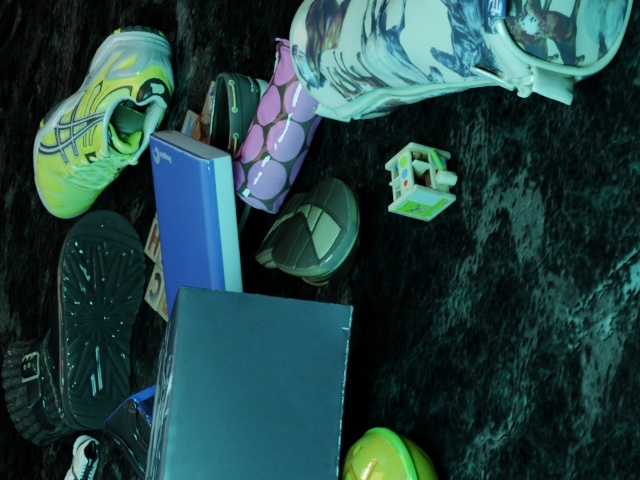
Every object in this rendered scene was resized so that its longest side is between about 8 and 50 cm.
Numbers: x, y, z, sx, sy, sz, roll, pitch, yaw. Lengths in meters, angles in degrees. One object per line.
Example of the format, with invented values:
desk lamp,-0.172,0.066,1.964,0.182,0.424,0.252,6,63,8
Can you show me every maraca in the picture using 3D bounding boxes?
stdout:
maraca,0.058,0.255,1.502,0.185,0.099,0.127,129,133,-61

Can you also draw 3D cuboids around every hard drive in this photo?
hard drive,-0.153,0.033,1.919,0.210,0.040,0.318,-153,56,-61

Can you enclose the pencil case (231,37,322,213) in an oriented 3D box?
pencil case,-0.053,-0.143,1.860,0.098,0.095,0.209,28,97,24

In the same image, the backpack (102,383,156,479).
backpack,-0.206,0.257,1.987,0.120,0.101,0.098,56,140,12

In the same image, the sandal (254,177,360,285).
sandal,0.001,-0.001,1.735,0.120,0.086,0.303,-54,10,-5

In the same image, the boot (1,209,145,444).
boot,-0.389,0.138,2.335,0.260,0.131,0.347,-17,65,59

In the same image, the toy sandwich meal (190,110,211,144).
toy sandwich meal,-0.173,-0.146,2.141,0.085,0.029,0.085,-34,49,52

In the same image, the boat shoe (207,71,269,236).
boat shoe,-0.124,-0.108,1.992,0.081,0.069,0.227,-4,75,61

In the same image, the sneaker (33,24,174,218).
sneaker,-0.349,-0.161,2.377,0.384,0.145,0.147,-55,34,37

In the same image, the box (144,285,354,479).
box,-0.091,0.239,1.586,0.343,0.179,0.312,124,153,-73

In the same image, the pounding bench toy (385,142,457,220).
pounding bench toy,0.112,-0.071,1.584,0.083,0.052,0.065,-40,45,48

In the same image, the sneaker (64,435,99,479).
sneaker,-0.360,0.349,2.291,0.044,0.040,0.109,-14,67,57

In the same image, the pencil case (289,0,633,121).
pencil case,0.123,-0.212,1.510,0.410,0.160,0.183,-3,62,61

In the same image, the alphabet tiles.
alphabet tiles,-0.172,-0.047,2.142,0.285,0.011,0.342,36,110,60
